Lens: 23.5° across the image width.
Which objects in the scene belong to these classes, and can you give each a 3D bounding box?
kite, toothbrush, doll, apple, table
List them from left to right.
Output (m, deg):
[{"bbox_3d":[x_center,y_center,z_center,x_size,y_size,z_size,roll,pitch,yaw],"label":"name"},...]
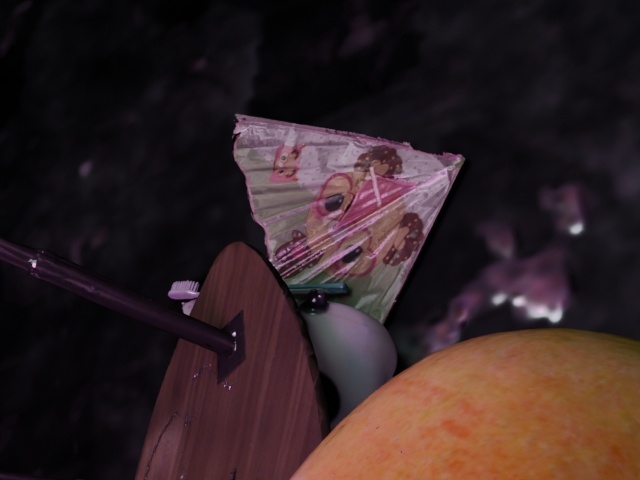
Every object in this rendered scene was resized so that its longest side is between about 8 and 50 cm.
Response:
[{"bbox_3d":[-0.165,0.136,0.997,0.317,0.249,0.317,-38,45,50],"label":"table"},{"bbox_3d":[-0.051,0.038,1.218,0.167,0.011,0.014,-3,59,31],"label":"toothbrush"},{"bbox_3d":[0.000,0.000,1.223,0.268,0.013,0.323,-31,53,15],"label":"kite"},{"bbox_3d":[0.000,0.133,1.084,0.110,0.107,0.180,-3,71,7],"label":"doll"},{"bbox_3d":[0.130,0.198,0.748,0.319,0.319,0.277,-63,9,-12],"label":"apple"}]
